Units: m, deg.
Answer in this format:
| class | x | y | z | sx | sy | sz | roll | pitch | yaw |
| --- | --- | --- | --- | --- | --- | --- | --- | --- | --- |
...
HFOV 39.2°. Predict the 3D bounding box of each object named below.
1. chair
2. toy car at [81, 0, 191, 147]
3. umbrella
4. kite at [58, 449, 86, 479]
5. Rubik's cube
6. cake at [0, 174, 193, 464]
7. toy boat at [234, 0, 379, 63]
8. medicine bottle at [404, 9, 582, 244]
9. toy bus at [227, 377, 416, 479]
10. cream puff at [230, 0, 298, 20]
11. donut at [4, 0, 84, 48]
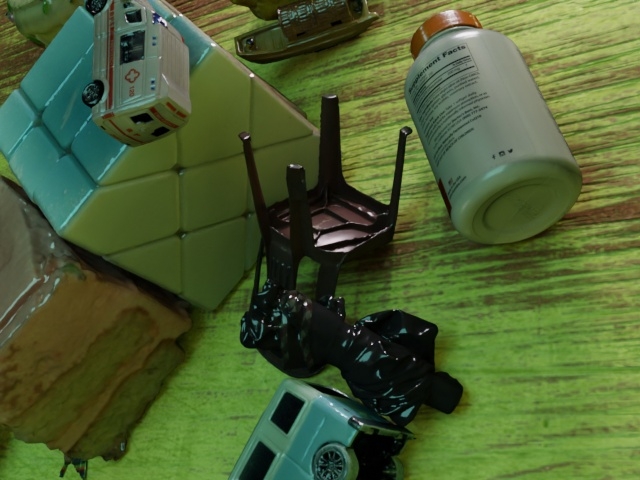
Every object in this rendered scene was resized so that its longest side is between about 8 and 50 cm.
| class | x | y | z | sx | sy | sz | roll | pitch | yaw |
| --- | --- | --- | --- | --- | --- | --- | --- | --- | --- |
| chair | 0.000 | 0.000 | 1.203 | 0.175 | 0.183 | 0.327 | 33 | 135 | 40 |
| toy car | -0.210 | -0.220 | 1.060 | 0.108 | 0.089 | 0.210 | -16 | 64 | 25 |
| umbrella | 0.040 | 0.129 | 1.068 | 0.272 | 0.110 | 0.122 | 23 | 47 | 9 |
| kite | -0.387 | 0.326 | 1.402 | 0.122 | 0.004 | 0.090 | 23 | 84 | 41 |
| Rubik's cube | -0.223 | -0.144 | 1.297 | 0.322 | 0.318 | 0.316 | -49 | 49 | 6 |
| cake | -0.393 | 0.108 | 1.311 | 0.293 | 0.306 | 0.314 | -53 | 50 | 2 |
| toy boat | -0.024 | -0.329 | 1.366 | 0.225 | 0.088 | 0.068 | -15 | 64 | 9 |
| medicine bottle | 0.196 | -0.150 | 1.100 | 0.157 | 0.157 | 0.289 | -31 | 54 | 21 |
| toy bus | -0.030 | 0.305 | 1.058 | 0.164 | 0.133 | 0.271 | 30 | 93 | 38 |
| cream puff | -0.083 | -0.443 | 1.429 | 0.194 | 0.220 | 0.195 | -161 | 90 | -77 |
| donut | -0.412 | -0.504 | 1.674 | 0.371 | 0.150 | 0.307 | -48 | 36 | -1 |
